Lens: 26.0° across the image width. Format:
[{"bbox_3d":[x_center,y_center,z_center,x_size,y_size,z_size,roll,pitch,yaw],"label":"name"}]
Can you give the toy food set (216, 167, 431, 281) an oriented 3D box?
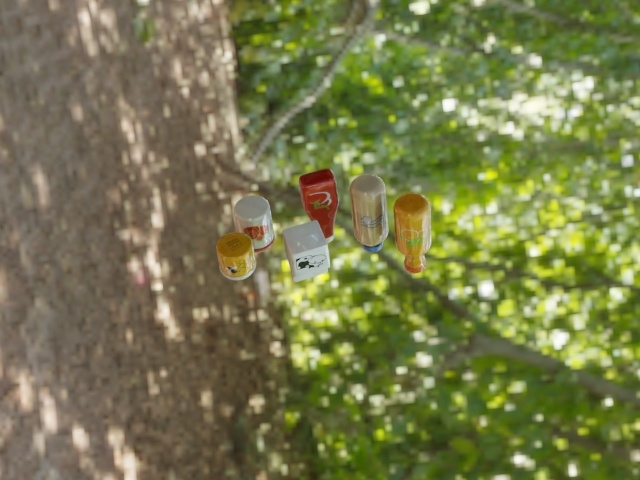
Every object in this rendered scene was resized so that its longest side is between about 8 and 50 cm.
[{"bbox_3d":[0.000,0.000,1.514,0.104,0.232,0.111,82,-12,-48],"label":"toy food set"}]
